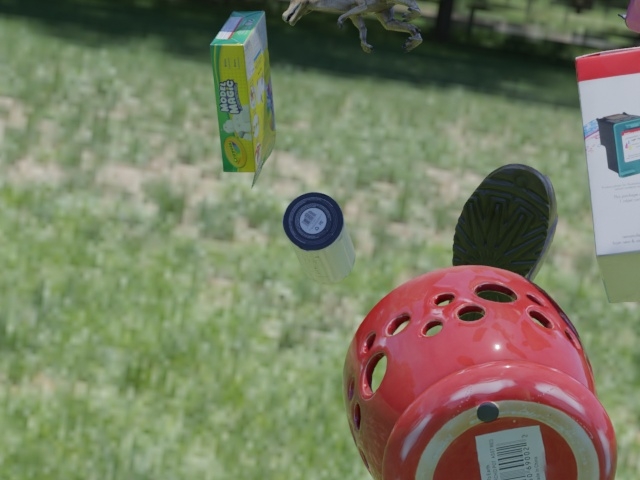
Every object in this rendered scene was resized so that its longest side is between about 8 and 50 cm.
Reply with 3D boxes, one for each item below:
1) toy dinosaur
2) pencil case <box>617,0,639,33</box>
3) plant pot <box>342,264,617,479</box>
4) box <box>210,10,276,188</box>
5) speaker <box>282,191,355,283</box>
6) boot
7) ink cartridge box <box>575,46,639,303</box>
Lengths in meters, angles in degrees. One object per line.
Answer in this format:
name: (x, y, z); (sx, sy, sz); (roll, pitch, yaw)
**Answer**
toy dinosaur: (0.057, -0.219, 1.599); (0.183, 0.053, 0.092); (-15, 53, -33)
pencil case: (0.437, -0.363, 2.228); (0.095, 0.209, 0.098); (18, 35, 22)
plant pot: (0.117, 0.136, 1.299); (0.191, 0.191, 0.174); (7, 22, -7)
box: (-0.084, -0.156, 1.969); (0.043, 0.179, 0.105); (1, 28, 14)
speaker: (0.000, 0.000, 1.599); (0.055, 0.055, 0.136); (10, -13, 9)
boot: (0.205, -0.015, 1.873); (0.089, 0.236, 0.269); (23, 28, 9)
ink cartridge box: (0.271, -0.076, 1.523); (0.078, 0.231, 0.134); (-7, -21, 12)
